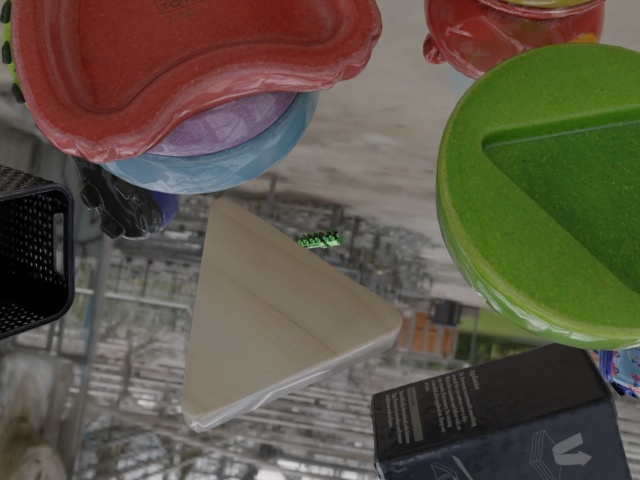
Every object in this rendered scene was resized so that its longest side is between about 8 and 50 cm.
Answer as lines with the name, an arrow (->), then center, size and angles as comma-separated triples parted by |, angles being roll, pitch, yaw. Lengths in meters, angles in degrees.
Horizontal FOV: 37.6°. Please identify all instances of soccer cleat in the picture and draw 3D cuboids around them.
soccer cleat -> -0.222, -0.136, 0.937 | 0.093, 0.289, 0.121 | -10, -152, 24

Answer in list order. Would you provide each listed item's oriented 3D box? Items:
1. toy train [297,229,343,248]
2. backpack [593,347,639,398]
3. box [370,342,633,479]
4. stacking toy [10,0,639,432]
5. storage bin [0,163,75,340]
toy train -> 0.000, 0.000, 1.354 | 0.083, 0.017, 0.023 | -9, 129, 47
backpack -> 0.286, 0.056, 0.820 | 0.117, 0.158, 0.173 | -23, -143, -29
box -> 0.133, 0.172, 0.655 | 0.158, 0.156, 0.093 | -17, -160, 7
stacking toy -> 0.031, -0.052, 0.444 | 0.309, 0.279, 0.130 | -13, 157, -8
storage bin -> -0.291, 0.016, 0.741 | 0.084, 0.122, 0.180 | 18, -158, 33
